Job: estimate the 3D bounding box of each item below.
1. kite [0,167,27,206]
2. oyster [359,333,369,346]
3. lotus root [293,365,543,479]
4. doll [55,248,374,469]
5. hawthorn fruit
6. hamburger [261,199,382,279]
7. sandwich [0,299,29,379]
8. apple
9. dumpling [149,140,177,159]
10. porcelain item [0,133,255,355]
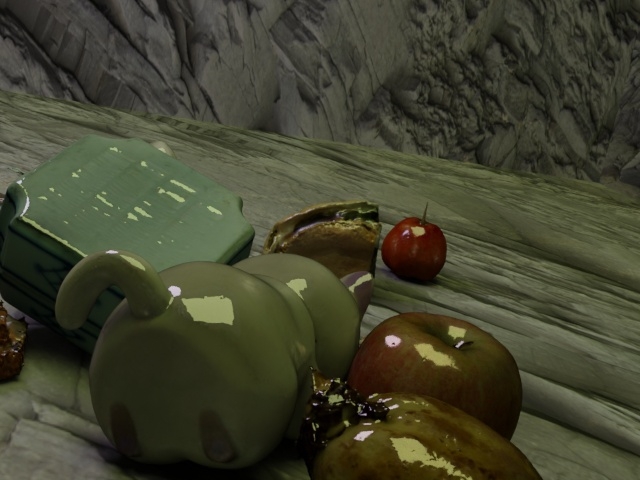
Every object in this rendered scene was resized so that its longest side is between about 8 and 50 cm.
[{"bbox_3d":[-0.384,-0.070,1.612,0.368,0.014,0.406,21,16,32],"label":"kite"},{"bbox_3d":[0.141,0.158,1.375,0.191,0.081,0.163,12,9,-14],"label":"oyster"},{"bbox_3d":[0.105,0.232,0.904,0.314,0.141,0.169,27,28,16],"label":"lotus root"},{"bbox_3d":[-0.089,0.122,1.073,0.215,0.226,0.370,-16,-10,26],"label":"doll"},{"bbox_3d":[0.179,0.015,1.902,0.125,0.140,0.125,6,47,-7],"label":"hawthorn fruit"},{"bbox_3d":[0.000,0.000,1.771,0.207,0.155,0.135,3,9,-2],"label":"hamburger"},{"bbox_3d":[-0.415,0.099,1.151,0.159,0.079,0.235,7,14,-15],"label":"sandwich"},{"bbox_3d":[0.117,0.174,1.080,0.188,0.174,0.188,11,17,-3],"label":"apple"},{"bbox_3d":[-0.374,-0.157,2.203,0.127,0.108,0.188,-19,36,-12],"label":"dumpling"},{"bbox_3d":[-0.252,0.010,1.303,0.281,0.157,0.286,28,37,8],"label":"porcelain item"}]
